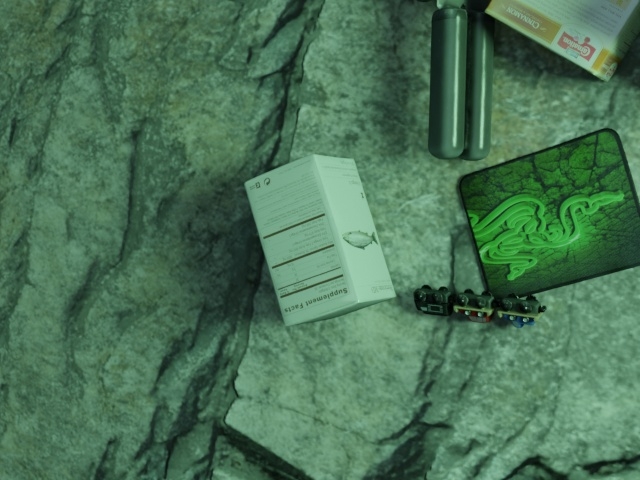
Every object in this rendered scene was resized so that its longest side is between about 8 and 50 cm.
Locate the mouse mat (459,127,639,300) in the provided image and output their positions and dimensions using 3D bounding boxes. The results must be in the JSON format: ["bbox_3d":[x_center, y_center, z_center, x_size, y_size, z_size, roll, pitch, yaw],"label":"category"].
[{"bbox_3d":[0.254,-0.025,1.113,0.190,0.007,0.152,-19,82,28],"label":"mouse mat"}]

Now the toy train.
[{"bbox_3d":[0.178,0.076,1.140,0.158,0.027,0.036,4,111,32],"label":"toy train"}]

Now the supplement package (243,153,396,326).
[{"bbox_3d":[0.000,0.000,1.193,0.105,0.105,0.179,-21,82,27],"label":"supplement package"}]

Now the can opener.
[{"bbox_3d":[0.146,-0.232,1.144,0.095,0.076,0.283,6,95,60],"label":"can opener"}]

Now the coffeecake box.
[{"bbox_3d":[0.284,-0.283,1.056,0.142,0.068,0.185,37,107,23],"label":"coffeecake box"}]
